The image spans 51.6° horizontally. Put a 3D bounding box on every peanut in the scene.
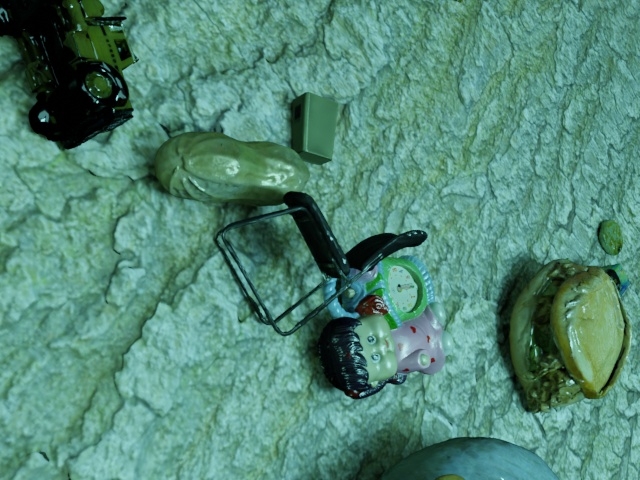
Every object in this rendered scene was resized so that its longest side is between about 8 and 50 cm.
[{"bbox_3d":[-0.107,-0.092,0.854,0.214,0.098,0.090,1,65,-39],"label":"peanut"}]

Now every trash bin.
[{"bbox_3d":[-0.009,-0.164,0.982,0.061,0.043,0.092,12,72,-34],"label":"trash bin"}]

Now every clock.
[{"bbox_3d":[0.079,0.116,0.941,0.195,0.100,0.194,-9,79,-41],"label":"clock"}]

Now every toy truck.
[{"bbox_3d":[-0.284,-0.240,0.747,0.127,0.127,0.257,-18,89,-53],"label":"toy truck"}]

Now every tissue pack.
[{"bbox_3d":[0.537,0.088,1.302,0.111,0.085,0.079,-33,98,-38],"label":"tissue pack"}]

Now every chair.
[{"bbox_3d":[0.000,0.000,0.825,0.221,0.140,0.145,-29,96,-11],"label":"chair"}]

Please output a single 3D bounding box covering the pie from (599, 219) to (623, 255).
[{"bbox_3d":[0.633,-0.007,1.444,0.085,0.017,0.085,10,74,-35],"label":"pie"}]

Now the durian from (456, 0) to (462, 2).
[{"bbox_3d":[0.158,-0.550,1.167,0.172,0.166,0.306,-35,95,-7],"label":"durian"}]

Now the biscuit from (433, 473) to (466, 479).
[{"bbox_3d":[0.147,0.384,0.710,0.238,0.041,0.212,-33,87,-26],"label":"biscuit"}]

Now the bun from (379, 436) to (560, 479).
[{"bbox_3d":[0.185,0.435,0.857,0.361,0.211,0.362,11,69,-31],"label":"bun"}]

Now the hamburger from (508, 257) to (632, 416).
[{"bbox_3d":[0.442,0.172,1.167,0.243,0.146,0.286,25,69,-33],"label":"hamburger"}]
